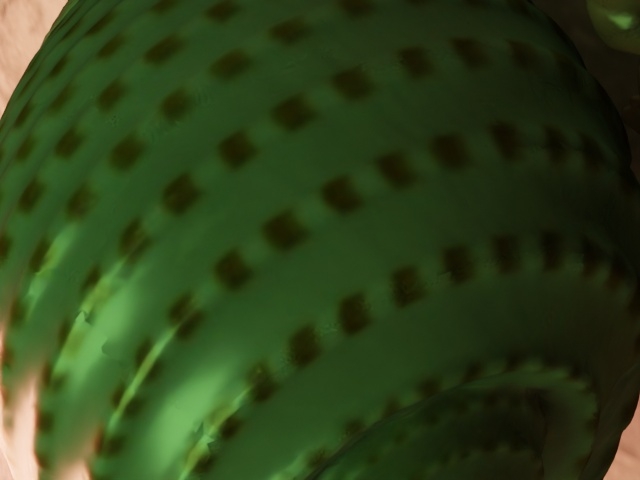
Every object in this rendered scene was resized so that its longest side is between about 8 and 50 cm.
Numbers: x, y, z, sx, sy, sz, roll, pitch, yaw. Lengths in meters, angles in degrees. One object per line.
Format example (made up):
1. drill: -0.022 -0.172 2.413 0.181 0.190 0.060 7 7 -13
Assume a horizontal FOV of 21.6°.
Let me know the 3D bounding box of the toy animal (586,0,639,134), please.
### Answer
1. toy animal: 0.152 -0.029 0.555 0.089 0.083 0.150 -88 -26 -71

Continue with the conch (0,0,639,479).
1. conch: 0.015 -0.001 0.609 0.215 0.319 0.303 -13 144 19
